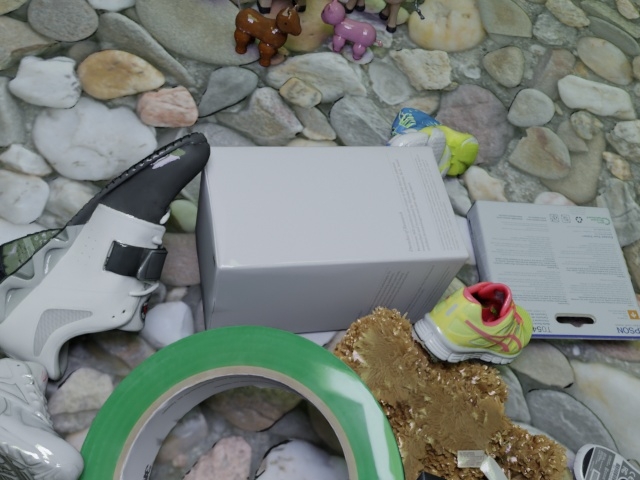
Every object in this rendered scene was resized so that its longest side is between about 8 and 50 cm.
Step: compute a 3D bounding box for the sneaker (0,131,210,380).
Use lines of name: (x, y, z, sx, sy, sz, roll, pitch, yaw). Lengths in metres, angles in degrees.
sneaker: (-0.225, 0.021, 0.790, 0.330, 0.122, 0.146, -43, 100, 3)

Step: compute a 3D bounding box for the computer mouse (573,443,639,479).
computer mouse: (0.383, 0.315, 0.843, 0.193, 0.042, 0.106, 34, 60, 3)

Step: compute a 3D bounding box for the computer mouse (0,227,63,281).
computer mouse: (-0.398, 0.044, 0.835, 0.242, 0.041, 0.071, -18, 80, -18)

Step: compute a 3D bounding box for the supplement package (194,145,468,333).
supplement package: (0.000, 0.000, 0.871, 0.293, 0.177, 0.175, -2, 57, -16)

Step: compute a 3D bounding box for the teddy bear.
teddy bear: (0.144, 0.232, 0.812, 0.338, 0.113, 0.245, 26, 62, -5)

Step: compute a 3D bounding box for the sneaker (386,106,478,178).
sneaker: (0.134, -0.142, 1.032, 0.126, 0.091, 0.240, 35, 22, 28)

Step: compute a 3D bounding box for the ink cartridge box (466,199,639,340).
ink cartridge box: (0.337, 0.048, 1.003, 0.223, 0.045, 0.224, 3, 57, -11)

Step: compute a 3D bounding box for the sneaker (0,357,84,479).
sneaker: (-0.311, 0.170, 0.704, 0.232, 0.090, 0.115, 17, 40, 28)

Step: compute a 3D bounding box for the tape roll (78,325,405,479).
tape roll: (-0.077, 0.247, 0.679, 0.321, 0.077, 0.321, -3, 68, 7)

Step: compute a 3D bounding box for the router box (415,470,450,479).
router box: (0.148, 0.316, 0.646, 0.133, 0.046, 0.179, 22, 32, -7)

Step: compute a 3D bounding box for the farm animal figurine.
farm animal figurine: (-0.026, -0.459, 1.174, 0.330, 0.172, 0.327, -27, 67, -28)

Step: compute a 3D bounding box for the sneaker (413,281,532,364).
sneaker: (0.207, 0.092, 0.831, 0.208, 0.094, 0.081, 1, 40, -48)
